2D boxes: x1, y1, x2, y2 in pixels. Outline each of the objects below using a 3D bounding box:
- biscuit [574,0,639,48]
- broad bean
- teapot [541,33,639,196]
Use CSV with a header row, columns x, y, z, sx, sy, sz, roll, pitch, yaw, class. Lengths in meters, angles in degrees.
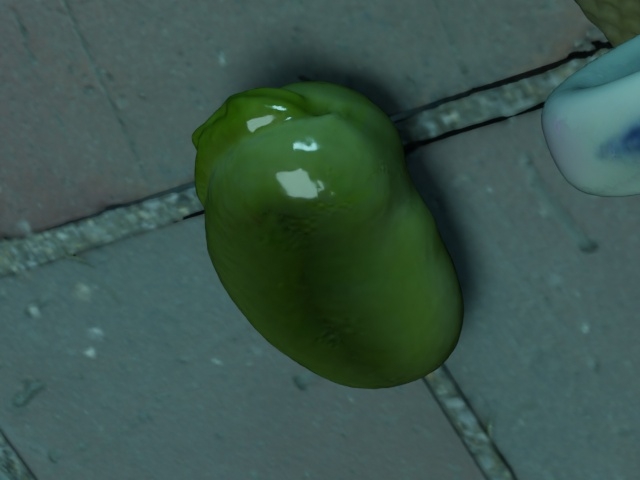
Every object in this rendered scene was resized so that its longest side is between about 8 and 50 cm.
x,y,z,sx,sy,sz,roll,pitch,yaw,class
0.136,-0.145,0.750,0.426,0.078,0.144,48,156,-13,biscuit
0.000,0.000,0.968,0.124,0.082,0.174,2,124,26,broad bean
0.253,-0.105,0.546,0.424,0.280,0.252,-21,98,27,teapot
